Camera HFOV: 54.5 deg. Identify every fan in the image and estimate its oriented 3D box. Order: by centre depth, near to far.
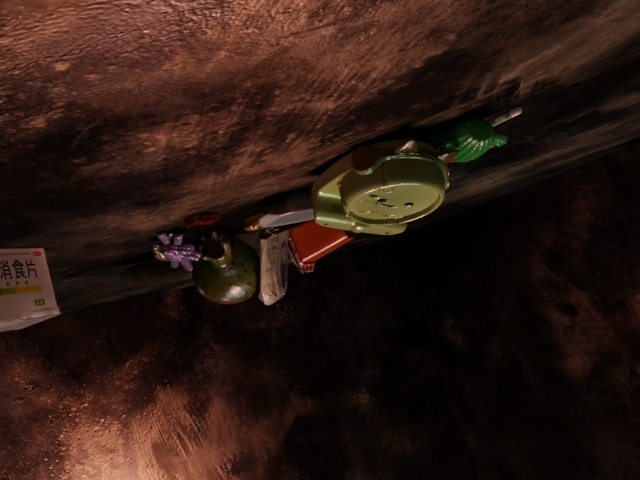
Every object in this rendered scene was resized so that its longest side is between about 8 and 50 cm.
[{"bbox_3d":[-0.637,0.114,2.073,0.414,0.012,0.233,-4,-164,-11],"label":"fan"}]

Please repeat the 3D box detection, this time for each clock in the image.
[{"bbox_3d":[0.165,-0.129,1.487,0.286,0.117,0.348,7,155,-30],"label":"clock"}]

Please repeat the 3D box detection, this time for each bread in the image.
[{"bbox_3d":[-0.193,-0.054,1.891,0.083,0.046,0.081,-14,176,-28],"label":"bread"}]

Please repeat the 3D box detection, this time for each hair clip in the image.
[{"bbox_3d":[-0.417,0.035,1.846,0.137,0.090,0.278,8,171,-1],"label":"hair clip"}]

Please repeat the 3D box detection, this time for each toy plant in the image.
[{"bbox_3d":[0.326,-0.231,1.477,0.154,0.088,0.240,2,176,-32],"label":"toy plant"}]

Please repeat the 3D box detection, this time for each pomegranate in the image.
[{"bbox_3d":[-0.332,0.070,2.041,0.242,0.242,0.306,-18,134,16],"label":"pomegranate"}]

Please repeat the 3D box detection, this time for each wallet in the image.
[{"bbox_3d":[-0.151,0.075,2.112,0.068,0.275,0.335,6,-173,9],"label":"wallet"}]

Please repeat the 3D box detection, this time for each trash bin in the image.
[{"bbox_3d":[0.000,0.000,2.310,0.238,0.184,0.161,-24,172,17],"label":"trash bin"}]

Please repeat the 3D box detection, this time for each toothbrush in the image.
[{"bbox_3d":[0.397,-0.276,1.550,0.024,0.018,0.257,-4,169,-35],"label":"toothbrush"}]

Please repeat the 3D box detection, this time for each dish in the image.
[{"bbox_3d":[-0.066,-0.095,1.760,0.234,0.064,0.154,-13,173,-35],"label":"dish"}]

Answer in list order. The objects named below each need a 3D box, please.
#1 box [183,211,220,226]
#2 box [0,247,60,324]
[{"bbox_3d":[-0.315,-0.056,1.656,0.051,0.023,0.082,-22,171,42],"label":"box"},{"bbox_3d":[-0.760,0.118,1.368,0.145,0.173,0.333,-20,173,19],"label":"box"}]
